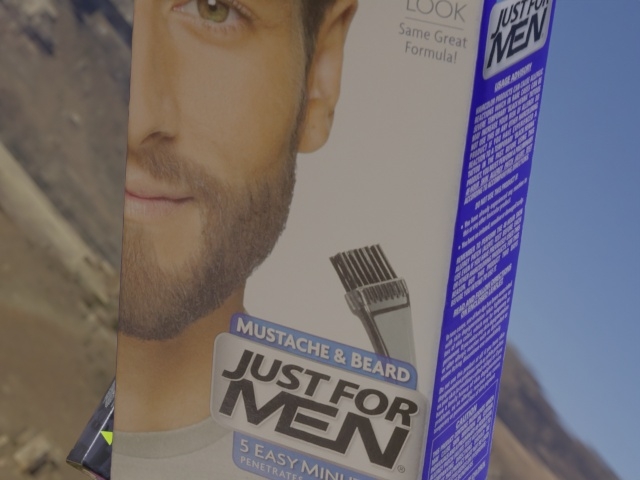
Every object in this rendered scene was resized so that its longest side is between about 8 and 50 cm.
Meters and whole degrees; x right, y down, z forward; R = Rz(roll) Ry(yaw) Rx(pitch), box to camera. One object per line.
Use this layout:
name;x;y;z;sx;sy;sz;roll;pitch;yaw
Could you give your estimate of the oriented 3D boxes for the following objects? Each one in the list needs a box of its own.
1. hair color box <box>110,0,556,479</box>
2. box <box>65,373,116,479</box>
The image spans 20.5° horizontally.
hair color box;0.000;0.000;0.898;0.185;0.338;0.110;16;24;24
box;-0.060;0.126;1.089;0.162;0.116;0.029;35;-16;-25
